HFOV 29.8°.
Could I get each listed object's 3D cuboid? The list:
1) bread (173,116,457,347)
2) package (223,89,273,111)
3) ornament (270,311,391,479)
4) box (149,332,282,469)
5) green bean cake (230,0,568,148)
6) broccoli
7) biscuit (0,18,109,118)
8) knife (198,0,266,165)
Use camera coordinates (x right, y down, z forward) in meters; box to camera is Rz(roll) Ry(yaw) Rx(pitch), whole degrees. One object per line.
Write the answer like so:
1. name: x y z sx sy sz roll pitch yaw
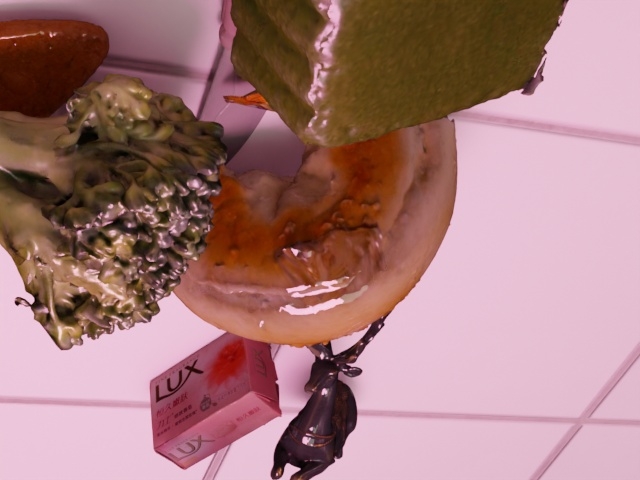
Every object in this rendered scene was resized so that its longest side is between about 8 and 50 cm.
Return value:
1. bread: 0.005 0.002 1.140 0.314 0.192 0.171 -23 152 3
2. package: -0.010 -0.133 1.054 0.121 0.108 0.031 -16 101 -28
3. ornament: 0.023 0.146 1.386 0.080 0.202 0.236 20 111 13
4. box: -0.121 0.176 1.365 0.156 0.111 0.060 -32 129 16
5. green bean cake: 0.066 -0.214 0.919 0.250 0.156 0.247 -18 142 -26
6. broccoli: -0.213 -0.049 1.013 0.246 0.248 0.288 36 131 -24
7. biscuit: -0.310 -0.123 1.028 0.280 0.043 0.183 -27 144 5
8. knife: -0.069 -0.160 1.079 0.081 0.043 0.336 -6 145 -24
